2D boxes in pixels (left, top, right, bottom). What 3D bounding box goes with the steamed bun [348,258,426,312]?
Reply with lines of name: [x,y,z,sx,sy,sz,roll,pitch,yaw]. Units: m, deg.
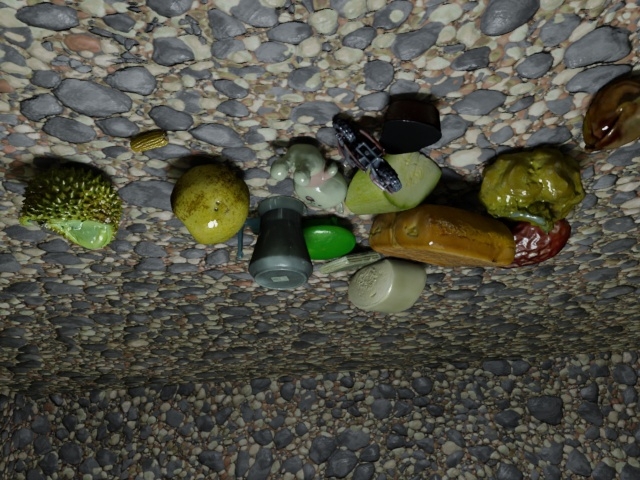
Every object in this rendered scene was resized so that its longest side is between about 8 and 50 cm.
steamed bun: [0.231,0.168,2.256,0.200,0.154,0.250,15,152,-33]

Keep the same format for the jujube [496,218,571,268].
jujube: [0.586,-0.011,1.894,0.243,0.183,0.183,-32,144,26]

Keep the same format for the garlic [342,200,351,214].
garlic: [0.063,-0.097,1.809,0.053,0.041,0.083,30,170,37]

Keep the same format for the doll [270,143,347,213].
doll: [-0.010,-0.151,1.611,0.155,0.113,0.275,9,167,29]

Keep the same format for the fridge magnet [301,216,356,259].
fridge magnet: [0.000,0.000,1.948,0.208,0.088,0.208,-4,155,-2]

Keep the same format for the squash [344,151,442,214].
squash: [0.157,-0.149,1.667,0.237,0.204,0.155,26,-179,-43]

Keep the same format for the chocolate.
chocolate: [0.183,-0.257,1.443,0.125,0.080,0.149,26,151,-32]

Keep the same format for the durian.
durian: [-0.597,-0.084,1.598,0.200,0.176,0.237,-35,147,33]

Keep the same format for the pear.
pear: [-0.260,-0.094,1.611,0.198,0.197,0.197,-3,155,-1]

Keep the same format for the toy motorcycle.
toy motorcycle: [0.104,-0.186,1.492,0.084,0.212,0.118,-42,173,-6]

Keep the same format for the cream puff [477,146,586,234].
cream puff: [0.533,-0.106,1.684,0.282,0.185,0.281,-5,154,-2]

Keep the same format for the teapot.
teapot: [-0.122,0.007,1.792,0.203,0.225,0.171,-5,152,5]

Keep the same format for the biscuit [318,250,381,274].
biscuit: [0.093,0.070,2.089,0.121,0.040,0.199,-21,171,35]

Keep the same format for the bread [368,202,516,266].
bread: [0.333,-0.020,1.788,0.337,0.147,0.328,10,173,-21]

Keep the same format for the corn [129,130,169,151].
corn: [-0.385,-0.222,1.492,0.092,0.037,0.037,-12,153,19]

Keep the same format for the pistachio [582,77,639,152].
pistachio: [0.638,-0.264,1.440,0.165,0.130,0.210,-37,168,-27]
